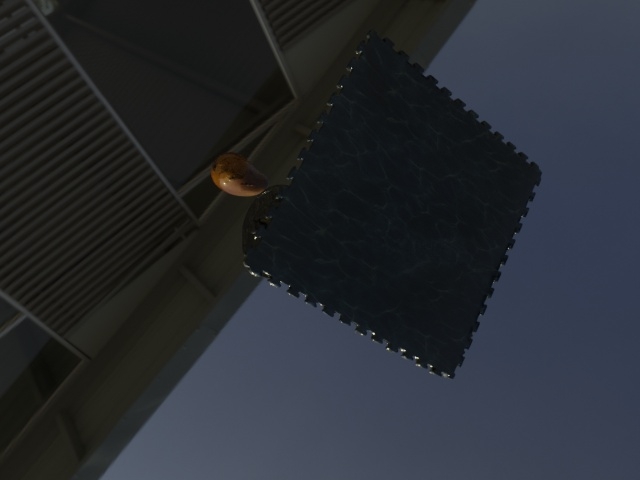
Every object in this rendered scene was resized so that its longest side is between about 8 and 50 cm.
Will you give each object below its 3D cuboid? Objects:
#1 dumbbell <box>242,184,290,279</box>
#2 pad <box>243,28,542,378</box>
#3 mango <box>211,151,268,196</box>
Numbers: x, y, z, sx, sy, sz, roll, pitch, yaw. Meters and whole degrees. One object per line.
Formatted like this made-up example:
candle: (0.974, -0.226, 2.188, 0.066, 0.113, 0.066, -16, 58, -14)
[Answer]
dumbbell: (0.000, 0.000, 1.092, 0.185, 0.388, 0.185, -8, -103, 39)
pad: (0.092, -0.028, 0.535, 0.012, 0.270, 0.268, 2, -116, 64)
mango: (-0.200, -0.149, 1.312, 0.105, 0.159, 0.084, -27, -132, 27)
